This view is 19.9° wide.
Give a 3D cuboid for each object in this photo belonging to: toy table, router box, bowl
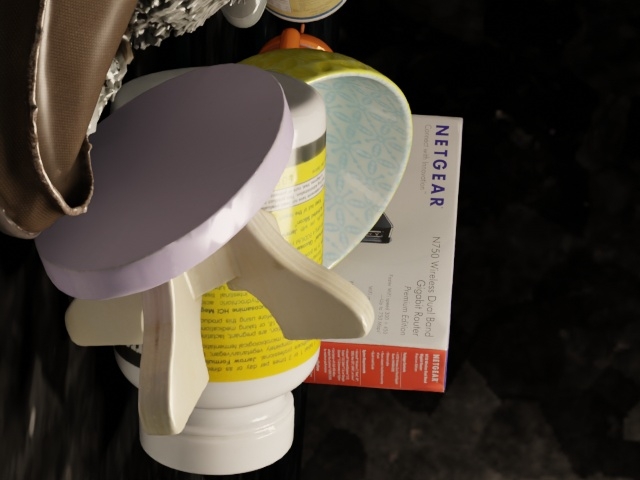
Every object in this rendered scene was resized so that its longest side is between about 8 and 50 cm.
[{"bbox_3d":[-0.094,0.004,1.372,0.274,0.252,0.161,-50,134,-43],"label":"toy table"},{"bbox_3d":[0.000,0.000,2.028,0.082,0.301,0.335,89,6,-51],"label":"router box"},{"bbox_3d":[-0.064,-0.091,1.868,0.156,0.289,0.289,43,-29,33],"label":"bowl"}]

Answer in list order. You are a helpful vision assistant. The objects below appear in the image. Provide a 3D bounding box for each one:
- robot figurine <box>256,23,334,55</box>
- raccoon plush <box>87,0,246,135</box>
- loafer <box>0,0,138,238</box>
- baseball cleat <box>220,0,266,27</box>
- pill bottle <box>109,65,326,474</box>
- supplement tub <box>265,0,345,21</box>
[{"bbox_3d":[-0.038,-0.196,2.501,0.158,0.128,0.219,43,35,-29],"label":"robot figurine"},{"bbox_3d":[-0.043,-0.208,1.359,0.216,0.299,0.446,86,9,-58],"label":"raccoon plush"},{"bbox_3d":[-0.152,-0.171,1.072,0.134,0.130,0.366,-75,168,-68],"label":"loafer"},{"bbox_3d":[-0.101,-0.349,2.080,0.109,0.072,0.206,8,81,-72],"label":"baseball cleat"},{"bbox_3d":[-0.091,0.028,1.617,0.188,0.188,0.334,-74,167,-69],"label":"pill bottle"},{"bbox_3d":[-0.029,-0.379,2.357,0.199,0.144,0.144,76,18,-75],"label":"supplement tub"}]
